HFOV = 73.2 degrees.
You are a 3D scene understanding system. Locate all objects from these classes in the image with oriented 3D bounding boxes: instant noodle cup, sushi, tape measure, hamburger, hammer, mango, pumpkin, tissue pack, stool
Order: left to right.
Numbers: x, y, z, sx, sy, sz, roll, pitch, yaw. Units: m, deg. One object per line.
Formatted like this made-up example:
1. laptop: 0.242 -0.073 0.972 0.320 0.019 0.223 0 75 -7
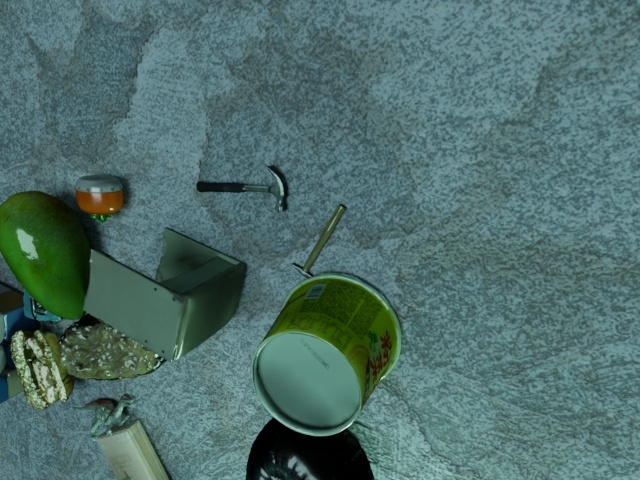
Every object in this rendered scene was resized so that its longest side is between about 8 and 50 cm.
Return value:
1. hamburger: -0.897 0.401 1.393 0.124 0.131 0.262 -18 92 -10
2. tape measure: -0.853 0.189 1.345 0.125 0.081 0.146 11 109 8
3. mango: -0.746 0.044 1.196 0.225 0.201 0.381 -16 100 15
4. sushi: -0.550 0.278 1.183 0.350 0.171 0.210 -13 102 20
5. tissue pack: -0.586 0.751 1.390 0.170 0.071 0.325 -23 95 28
6. stool: -0.360 0.112 1.030 0.270 0.243 0.170 24 111 15
7. hammer: -0.191 -0.129 1.016 0.246 0.029 0.103 7 107 22
8. pumpkin: -0.018 0.559 1.021 0.315 0.238 0.315 -2 85 26
9. hammer: 0.000 0.000 0.979 0.062 0.013 0.199 34 114 10
10. instant noodle cup: 0.004 0.250 0.923 0.311 0.221 0.311 6 108 20

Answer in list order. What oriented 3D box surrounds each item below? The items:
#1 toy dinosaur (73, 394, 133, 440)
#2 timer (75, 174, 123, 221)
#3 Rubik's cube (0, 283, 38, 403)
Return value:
1. toy dinosaur: -0.711 0.549 1.398 0.242 0.053 0.167 14 84 31
2. timer: -0.584 -0.110 1.147 0.136 0.099 0.136 15 119 28
3. Rubik's cube: -1.170 0.341 1.368 0.344 0.347 0.346 18 111 18
